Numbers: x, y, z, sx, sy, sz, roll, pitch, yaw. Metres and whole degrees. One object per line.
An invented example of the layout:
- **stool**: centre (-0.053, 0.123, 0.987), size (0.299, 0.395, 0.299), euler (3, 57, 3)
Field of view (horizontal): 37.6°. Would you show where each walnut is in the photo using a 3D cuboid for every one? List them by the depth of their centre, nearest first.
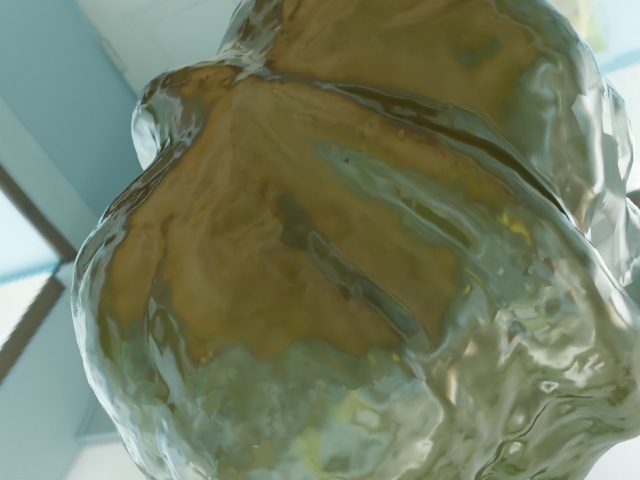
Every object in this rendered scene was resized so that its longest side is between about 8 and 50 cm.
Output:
- **walnut**: centre (0.030, 0.011, 0.456), size (0.282, 0.277, 0.253), euler (-38, -131, 0)
